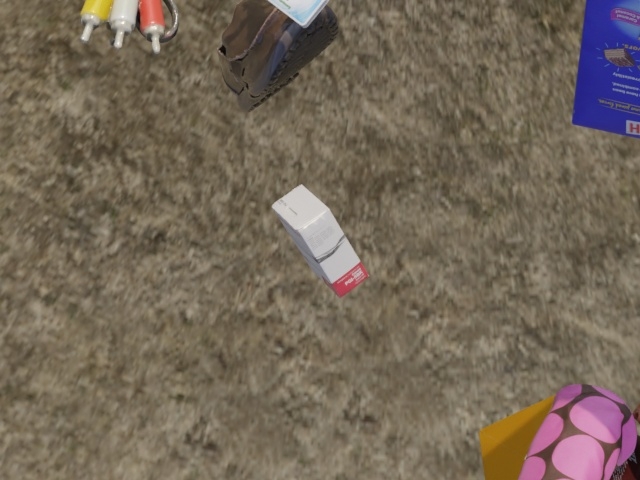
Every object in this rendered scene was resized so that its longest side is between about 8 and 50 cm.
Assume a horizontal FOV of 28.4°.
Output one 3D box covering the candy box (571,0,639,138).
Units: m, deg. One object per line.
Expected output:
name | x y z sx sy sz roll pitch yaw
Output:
candy box | 0.495 -0.274 1.735 0.268 0.122 0.317 14 145 15

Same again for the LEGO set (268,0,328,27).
LEGO set | -0.056 -0.397 1.497 0.244 0.060 0.182 40 90 12

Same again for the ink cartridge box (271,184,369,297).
ink cartridge box | 0.000 0.000 1.777 0.056 0.099 0.135 -36 125 -7

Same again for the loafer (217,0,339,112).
loafer | -0.087 -0.278 1.784 0.134 0.366 0.130 -39 94 -18

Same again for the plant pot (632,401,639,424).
plant pot | 0.532 0.169 1.512 0.272 0.272 0.265 36 95 -13

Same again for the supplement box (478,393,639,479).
supplement box | 0.314 0.322 1.545 0.194 0.191 0.129 29 133 -36

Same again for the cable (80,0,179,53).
cable | -0.244 -0.374 1.663 0.139 0.072 0.287 7 76 -25

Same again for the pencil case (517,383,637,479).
pencil case | 0.212 0.225 1.096 0.095 0.209 0.098 -13 120 42
